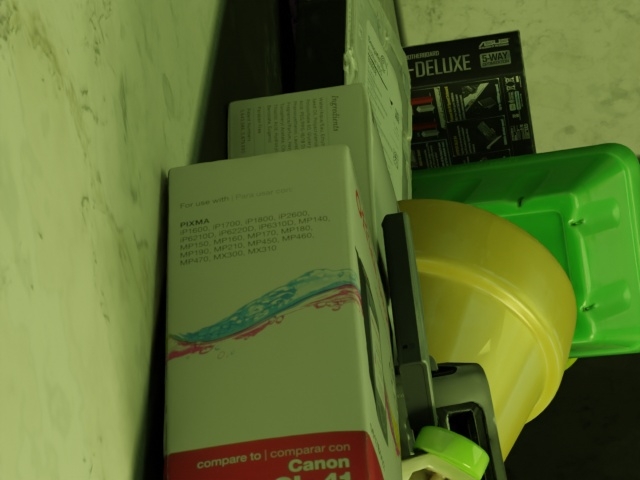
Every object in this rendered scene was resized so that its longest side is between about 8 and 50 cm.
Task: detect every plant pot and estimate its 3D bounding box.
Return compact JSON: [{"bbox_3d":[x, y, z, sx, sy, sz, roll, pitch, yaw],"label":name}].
[{"bbox_3d":[0.092,0.131,1.686,0.254,0.254,0.239,76,24,-43],"label":"plant pot"}]

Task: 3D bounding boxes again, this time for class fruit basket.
[{"bbox_3d":[0.218,0.042,2.180,0.392,0.392,0.282,-33,115,-82],"label":"fruit basket"}]

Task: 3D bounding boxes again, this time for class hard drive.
[{"bbox_3d":[0.066,0.060,1.367,0.094,0.022,0.135,77,6,-53],"label":"hard drive"},{"bbox_3d":[0.037,-0.108,1.922,0.237,0.064,0.338,58,28,-54],"label":"hard drive"}]

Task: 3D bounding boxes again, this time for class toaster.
[{"bbox_3d":[0.049,0.188,1.432,0.110,0.168,0.185,152,-70,-72],"label":"toaster"}]

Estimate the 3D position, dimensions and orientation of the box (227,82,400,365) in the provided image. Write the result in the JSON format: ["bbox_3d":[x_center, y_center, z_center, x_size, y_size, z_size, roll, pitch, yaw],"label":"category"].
[{"bbox_3d":[0.000,0.000,1.508,0.181,0.119,0.181,72,13,-54],"label":"box"}]

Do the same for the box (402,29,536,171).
[{"bbox_3d":[0.142,-0.105,2.242,0.307,0.243,0.076,73,12,-48],"label":"box"}]

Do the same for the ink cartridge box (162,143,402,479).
[{"bbox_3d":[-0.019,0.123,1.190,0.226,0.131,0.306,75,10,-49],"label":"ink cartridge box"}]

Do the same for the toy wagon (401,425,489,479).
[{"bbox_3d":[0.120,0.311,1.339,0.267,0.344,0.068,-62,-166,-17],"label":"toy wagon"}]

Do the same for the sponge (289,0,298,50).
[{"bbox_3d":[-0.002,-0.168,2.011,0.117,0.031,0.210,11,72,-82],"label":"sponge"}]
